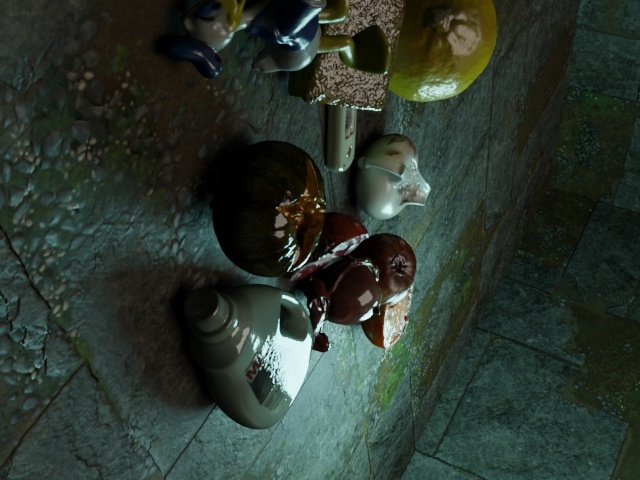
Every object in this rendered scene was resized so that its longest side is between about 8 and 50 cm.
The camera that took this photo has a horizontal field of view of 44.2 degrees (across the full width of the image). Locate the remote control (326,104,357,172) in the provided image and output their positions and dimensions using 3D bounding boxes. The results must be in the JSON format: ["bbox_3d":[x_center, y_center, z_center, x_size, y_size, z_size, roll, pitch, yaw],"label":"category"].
[{"bbox_3d":[0.046,-0.236,1.606,0.078,0.042,0.221,-47,147,-44],"label":"remote control"}]

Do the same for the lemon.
[{"bbox_3d":[0.208,-0.406,1.536,0.293,0.293,0.293,-47,148,-43],"label":"lemon"}]

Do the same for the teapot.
[{"bbox_3d":[0.163,-0.145,1.817,0.298,0.139,0.204,13,99,-67],"label":"teapot"}]

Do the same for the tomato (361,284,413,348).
[{"bbox_3d":[0.177,0.177,2.158,0.237,0.095,0.236,-43,141,-49],"label":"tomato"}]

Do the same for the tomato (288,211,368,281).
[{"bbox_3d":[0.000,0.000,1.637,0.189,0.099,0.173,-30,173,4],"label":"tomato"}]

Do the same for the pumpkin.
[{"bbox_3d":[-0.087,-0.054,1.314,0.238,0.159,0.238,7,90,-72],"label":"pumpkin"}]

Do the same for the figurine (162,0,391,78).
[{"bbox_3d":[-0.061,-0.318,1.104,0.338,0.204,0.283,-28,161,-26],"label":"figurine"}]

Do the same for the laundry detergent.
[{"bbox_3d":[-0.136,0.179,1.445,0.264,0.125,0.398,-61,153,-18],"label":"laundry detergent"}]

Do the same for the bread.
[{"bbox_3d":[0.045,-0.353,1.383,0.184,0.110,0.234,-2,115,-37],"label":"bread"}]

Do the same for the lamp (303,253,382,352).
[{"bbox_3d":[0.037,0.133,1.779,0.223,0.151,0.215,-7,121,-19],"label":"lamp"}]

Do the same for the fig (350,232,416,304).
[{"bbox_3d":[0.133,0.071,1.939,0.175,0.207,0.175,3,84,-28],"label":"fig"}]
